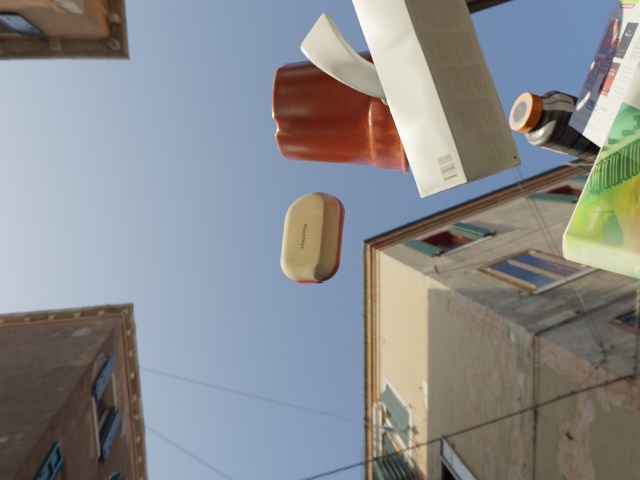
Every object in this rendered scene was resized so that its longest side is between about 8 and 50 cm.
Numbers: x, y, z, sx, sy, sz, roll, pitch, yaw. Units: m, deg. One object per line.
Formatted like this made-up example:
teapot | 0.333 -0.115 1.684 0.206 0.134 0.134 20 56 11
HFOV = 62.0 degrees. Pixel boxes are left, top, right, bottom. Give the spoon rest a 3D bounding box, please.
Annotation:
spoon rest | 0.101 -0.231 0.712 0.276 0.137 0.084 -9 -116 -44

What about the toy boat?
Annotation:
toy boat | 0.000 0.000 1.312 0.151 0.151 0.231 -2 -106 30

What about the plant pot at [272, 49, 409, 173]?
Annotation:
plant pot | 0.051 -0.271 1.116 0.265 0.272 0.272 0 -82 12

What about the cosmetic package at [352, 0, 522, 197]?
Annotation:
cosmetic package | 0.104 -0.167 0.503 0.099 0.060 0.238 -18 -91 -38

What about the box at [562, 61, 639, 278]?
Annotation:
box | 0.417 -0.046 0.466 0.232 0.322 0.058 -60 -38 -16

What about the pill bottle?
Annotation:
pill bottle | 0.566 -0.268 1.228 0.246 0.130 0.130 12 -84 -13

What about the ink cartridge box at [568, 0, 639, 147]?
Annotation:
ink cartridge box | 0.524 -0.257 0.791 0.130 0.309 0.271 11 -64 2
